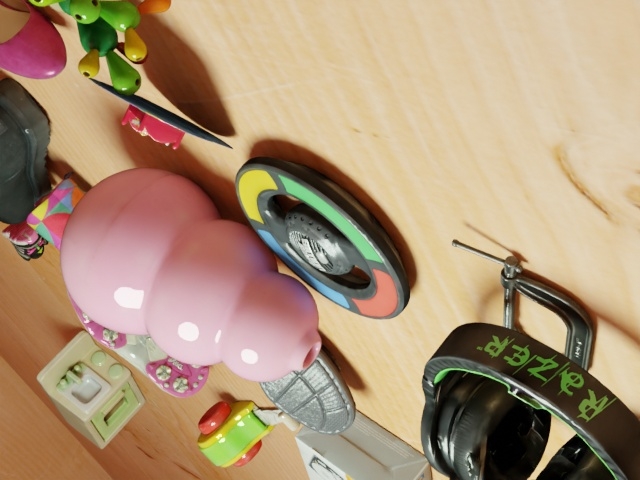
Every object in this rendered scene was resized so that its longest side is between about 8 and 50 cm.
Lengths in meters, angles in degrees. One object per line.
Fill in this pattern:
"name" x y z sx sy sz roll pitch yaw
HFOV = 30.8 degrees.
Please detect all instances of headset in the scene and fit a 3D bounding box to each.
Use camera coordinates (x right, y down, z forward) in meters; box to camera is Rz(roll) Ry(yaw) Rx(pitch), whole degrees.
"headset" 0.201 0.238 1.143 0.243 0.185 0.394 31 158 27

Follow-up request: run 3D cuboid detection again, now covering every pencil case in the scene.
"pencil case" -0.327 0.009 1.728 0.236 0.104 0.104 43 159 -5

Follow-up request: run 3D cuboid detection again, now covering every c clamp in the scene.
"c clamp" 0.192 0.068 1.071 0.137 0.022 0.161 23 151 29

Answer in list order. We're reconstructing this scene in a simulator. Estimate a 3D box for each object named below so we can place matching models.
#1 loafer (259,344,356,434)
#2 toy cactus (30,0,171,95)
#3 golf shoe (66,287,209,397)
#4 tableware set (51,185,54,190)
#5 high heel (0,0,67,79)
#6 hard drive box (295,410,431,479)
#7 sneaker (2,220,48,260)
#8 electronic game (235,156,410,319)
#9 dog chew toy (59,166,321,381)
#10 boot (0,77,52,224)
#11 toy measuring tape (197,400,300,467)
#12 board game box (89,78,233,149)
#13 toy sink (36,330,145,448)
"loafer" -0.060 0.130 1.550 0.302 0.095 0.109 43 119 -9
"toy cactus" -0.235 -0.249 1.125 0.219 0.112 0.180 51 176 -27
"golf shoe" -0.331 0.157 2.012 0.306 0.115 0.140 47 161 -10
"tableware set" -0.425 -0.074 1.856 0.154 0.024 0.104 40 155 10
"high heel" -0.382 -0.277 1.316 0.244 0.082 0.117 47 173 26
"hard drive box" 0.072 0.354 1.719 0.181 0.089 0.232 31 156 27
"sneaker" -0.527 0.000 2.112 0.075 0.063 0.170 51 162 -20
"electronic game" 0.000 0.000 1.227 0.229 0.048 0.229 35 157 17
"dog chew toy" -0.144 0.052 1.370 0.332 0.206 0.206 30 156 19
"boot" -0.601 -0.013 1.655 0.146 0.445 0.367 44 155 8
"toy measuring tape" -0.138 0.341 2.020 0.121 0.121 0.330 47 158 -12
"board game box" -0.170 -0.118 1.205 0.133 0.033 0.168 30 -173 20
"toy sink" -0.503 0.336 2.583 0.131 0.153 0.234 32 155 25
